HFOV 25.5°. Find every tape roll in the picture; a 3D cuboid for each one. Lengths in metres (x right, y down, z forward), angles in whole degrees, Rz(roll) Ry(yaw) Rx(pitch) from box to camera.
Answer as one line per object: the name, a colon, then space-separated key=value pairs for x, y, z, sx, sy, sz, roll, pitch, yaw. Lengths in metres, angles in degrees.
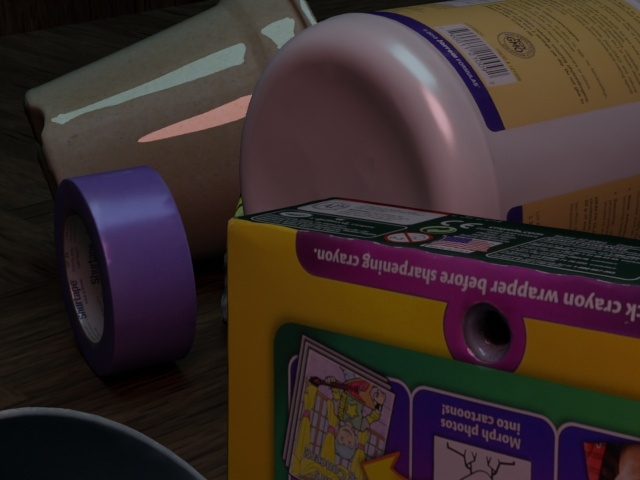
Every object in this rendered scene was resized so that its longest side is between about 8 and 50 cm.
tape roll: x=-0.186 y=0.028 z=1.330 sx=0.080 sy=0.189 sz=0.189 roll=-10 pitch=22 yaw=-24

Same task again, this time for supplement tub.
supplement tub: x=0.135 y=-0.056 z=1.009 sx=0.331 sy=0.241 sz=0.241 roll=-14 pitch=23 yaw=-37

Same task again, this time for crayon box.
crayon box: x=0.112 y=0.156 z=0.720 sx=0.362 sy=0.313 sz=0.106 roll=10 pitch=15 yaw=41

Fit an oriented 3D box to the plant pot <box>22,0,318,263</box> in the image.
plant pot: x=-0.151 y=-0.103 z=1.559 sx=0.305 sy=0.334 sz=0.334 roll=-18 pitch=23 yaw=-12

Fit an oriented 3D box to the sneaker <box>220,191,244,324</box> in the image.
sneaker: x=0.000 y=0.000 z=1.282 sx=0.145 sy=0.147 sz=0.384 roll=-4 pitch=-3 yaw=-29

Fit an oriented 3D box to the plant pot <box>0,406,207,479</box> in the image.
plant pot: x=-0.157 y=0.250 z=0.663 sx=0.195 sy=0.290 sz=0.290 roll=-32 pitch=4 yaw=31
